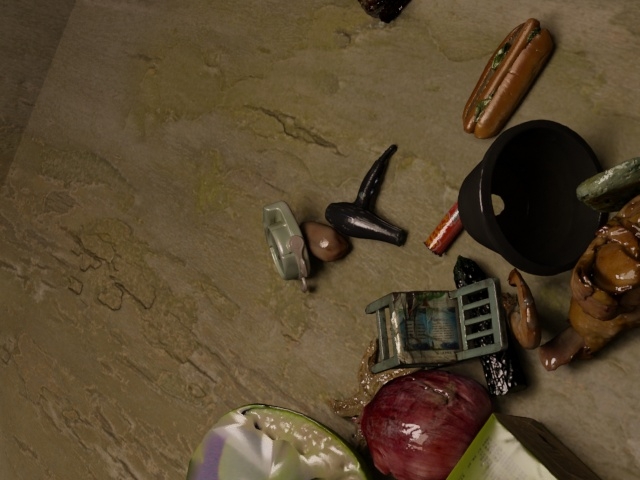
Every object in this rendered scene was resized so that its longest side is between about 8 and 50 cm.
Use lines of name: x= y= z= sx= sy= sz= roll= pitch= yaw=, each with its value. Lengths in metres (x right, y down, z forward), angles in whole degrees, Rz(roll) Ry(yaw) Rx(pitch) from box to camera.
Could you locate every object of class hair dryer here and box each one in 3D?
hair dryer: x=0.123 y=-0.102 z=2.007 sx=0.196 sy=0.075 sz=0.219 roll=20 pitch=84 yaw=36

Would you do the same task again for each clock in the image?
clock: x=-0.071 y=0.020 z=2.092 sx=0.151 sy=0.062 sz=0.191 roll=91 pitch=158 yaw=-55

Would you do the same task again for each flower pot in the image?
flower pot: x=0.346 y=-0.068 z=1.664 sx=0.166 sy=0.269 sz=0.268 roll=-8 pitch=71 yaw=63

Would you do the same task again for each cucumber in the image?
cucumber: x=0.300 y=0.147 z=1.740 sx=0.072 sy=0.072 sz=0.300 roll=-36 pitch=56 yaw=31

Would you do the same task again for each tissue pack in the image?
tissue pack: x=0.309 y=0.454 z=1.571 sx=0.200 sy=0.167 sz=0.274 roll=44 pitch=107 yaw=41

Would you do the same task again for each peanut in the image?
peanut: x=0.000 y=0.000 z=2.077 sx=0.152 sy=0.076 sz=0.076 roll=24 pitch=95 yaw=48

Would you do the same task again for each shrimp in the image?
shrimp: x=0.339 y=0.108 z=1.639 sx=0.053 sy=0.236 sz=0.133 roll=-20 pitch=100 yaw=6

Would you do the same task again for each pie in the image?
pie: x=0.507 y=-0.088 z=1.536 sx=0.187 sy=0.187 sz=0.041 roll=-25 pitch=66 yaw=37

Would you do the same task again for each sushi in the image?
sushi: x=0.140 y=-0.527 z=2.087 sx=0.084 sy=0.094 sz=0.098 roll=-47 pitch=50 yaw=27

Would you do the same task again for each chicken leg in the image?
chicken leg: x=0.455 y=0.075 z=1.492 sx=0.182 sy=0.295 sz=0.409 roll=54 pitch=131 yaw=19

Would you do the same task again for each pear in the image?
pear: x=-0.055 y=0.504 z=1.867 sx=0.399 sy=0.165 sz=0.398 roll=-1 pitch=87 yaw=24

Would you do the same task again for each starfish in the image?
starfish: x=0.112 y=0.311 z=1.898 sx=0.277 sy=0.062 sz=0.235 roll=0 pitch=72 yaw=49

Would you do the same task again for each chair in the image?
chair: x=0.197 y=0.156 z=1.714 sx=0.270 sy=0.147 sz=0.136 roll=147 pitch=121 yaw=-64

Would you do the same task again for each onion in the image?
onion: x=0.162 y=0.315 z=1.717 sx=0.284 sy=0.120 sz=0.227 roll=-2 pitch=38 yaw=37

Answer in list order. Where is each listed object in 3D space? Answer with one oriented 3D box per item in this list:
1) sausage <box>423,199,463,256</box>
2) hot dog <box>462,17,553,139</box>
sausage: x=0.261 y=-0.037 z=1.854 sx=0.145 sy=0.048 sz=0.050 roll=-53 pitch=10 yaw=17
hot dog: x=0.351 y=-0.311 z=1.833 sx=0.100 sy=0.068 sz=0.249 roll=44 pitch=109 yaw=41
